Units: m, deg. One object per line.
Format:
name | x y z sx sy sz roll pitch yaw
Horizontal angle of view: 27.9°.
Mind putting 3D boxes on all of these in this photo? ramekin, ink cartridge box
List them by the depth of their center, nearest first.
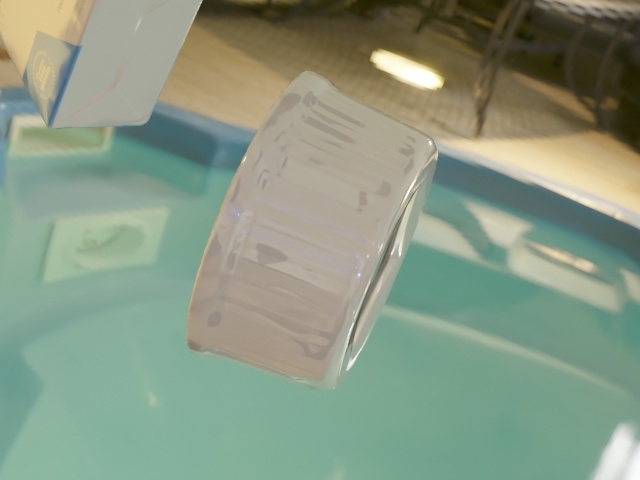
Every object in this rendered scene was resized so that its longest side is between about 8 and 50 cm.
ink cartridge box | -0.134 -0.156 0.662 0.060 0.104 0.180 -8 53 -37
ramekin | 0.000 0.000 1.155 0.135 0.277 0.277 22 21 8
